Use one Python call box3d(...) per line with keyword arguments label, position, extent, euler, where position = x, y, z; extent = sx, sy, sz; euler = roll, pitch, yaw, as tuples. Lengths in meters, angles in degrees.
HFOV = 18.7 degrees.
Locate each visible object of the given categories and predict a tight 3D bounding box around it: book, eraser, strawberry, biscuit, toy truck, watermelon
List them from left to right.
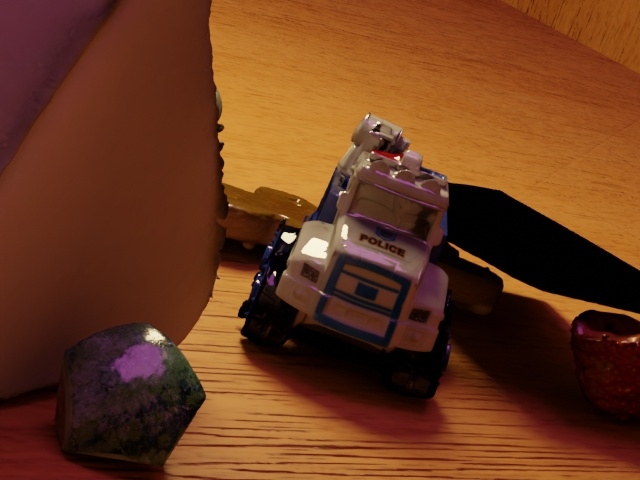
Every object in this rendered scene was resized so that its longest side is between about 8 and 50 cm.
box3d(label="eraser", position=(-0.180, -0.065, 1.213), extent=(0.150, 0.331, 0.331), euler=(28, 17, 27))
box3d(label="watermelon", position=(-0.122, 0.095, 1.190), extent=(0.084, 0.092, 0.072), euler=(22, -25, -25))
box3d(label="biscuit", position=(0.000, 0.000, 1.694), extent=(0.301, 0.049, 0.197), euler=(15, 7, -22))
box3d(label="toy truck", position=(0.041, 0.006, 1.490), extent=(0.161, 0.177, 0.213), euler=(20, 15, -3))
box3d(label="book", position=(0.174, 0.005, 1.664), extent=(0.228, 0.018, 0.322), euler=(28, -6, -20))
box3d(label="strawberry", position=(0.268, 0.107, 1.585), extent=(0.140, 0.085, 0.192), euler=(14, 6, 9))

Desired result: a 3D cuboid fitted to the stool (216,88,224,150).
box3d(label="stool", position=(-0.168, -0.129, 1.798), extent=(0.217, 0.121, 0.125), euler=(2, 22, -36))
